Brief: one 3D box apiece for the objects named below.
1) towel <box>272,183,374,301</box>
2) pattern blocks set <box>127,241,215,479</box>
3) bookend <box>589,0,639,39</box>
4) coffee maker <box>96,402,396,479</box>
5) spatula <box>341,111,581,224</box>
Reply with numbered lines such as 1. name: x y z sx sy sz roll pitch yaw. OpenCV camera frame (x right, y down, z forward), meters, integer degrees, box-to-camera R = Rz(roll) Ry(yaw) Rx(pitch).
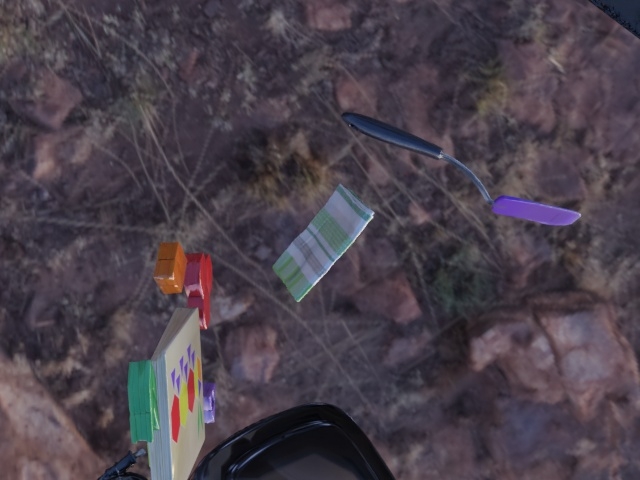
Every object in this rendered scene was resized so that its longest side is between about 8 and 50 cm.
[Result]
1. towel: 0.000 0.000 1.377 0.023 0.113 0.152 39 95 -26
2. pattern blocks set: -0.130 0.143 0.937 0.026 0.325 0.285 -2 91 2
3. bookend: 0.290 -0.242 0.829 0.072 0.156 0.157 -35 159 -38
4. coffee maker: -0.049 0.167 0.566 0.171 0.120 0.178 38 136 3
5. spatula: 0.157 -0.081 1.214 0.297 0.084 0.030 29 81 6
